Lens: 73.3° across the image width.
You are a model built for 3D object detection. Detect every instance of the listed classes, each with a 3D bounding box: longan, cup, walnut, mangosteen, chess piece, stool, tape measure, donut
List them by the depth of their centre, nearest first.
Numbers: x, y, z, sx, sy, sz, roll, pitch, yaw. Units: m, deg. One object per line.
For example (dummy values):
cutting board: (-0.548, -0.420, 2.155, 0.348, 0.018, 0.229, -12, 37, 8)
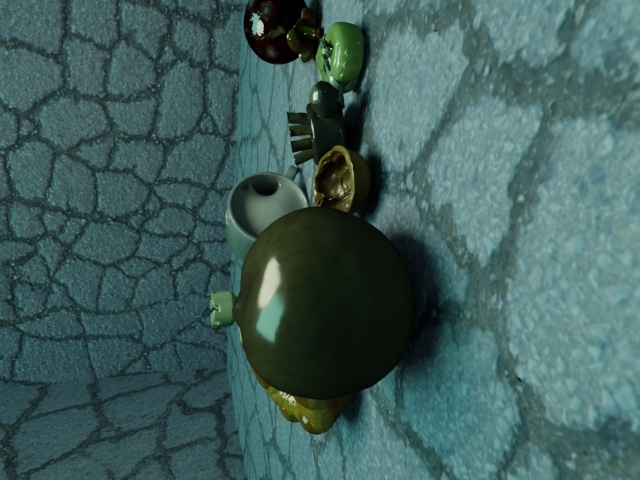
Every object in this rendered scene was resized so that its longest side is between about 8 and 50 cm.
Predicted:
longan: (-0.001, 0.110, 0.810, 0.361, 0.362, 0.360, 180, 90, -71)
walnut: (0.062, -0.127, 0.987, 0.211, 0.087, 0.167, 147, 116, -62)
tape measure: (0.046, -0.438, 1.027, 0.154, 0.088, 0.177, 114, 147, -50)
stool: (-0.009, -0.280, 1.047, 0.153, 0.140, 0.227, -101, 2, -54)
donut: (-0.060, 0.330, 1.095, 0.299, 0.150, 0.317, 17, 131, 50)
mangosteen: (-0.106, -0.650, 1.313, 0.266, 0.228, 0.228, 28, 124, 26)
cup: (-0.179, -0.099, 1.502, 0.356, 0.260, 0.274, -65, 6, -28)
chess piece: (-0.232, 0.235, 1.518, 0.195, 0.300, 0.194, 180, 90, -71)

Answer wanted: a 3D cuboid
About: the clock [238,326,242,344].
clock: (-0.146, 0.292, 1.394, 0.096, 0.235, 0.307, -87, 6, -49)
